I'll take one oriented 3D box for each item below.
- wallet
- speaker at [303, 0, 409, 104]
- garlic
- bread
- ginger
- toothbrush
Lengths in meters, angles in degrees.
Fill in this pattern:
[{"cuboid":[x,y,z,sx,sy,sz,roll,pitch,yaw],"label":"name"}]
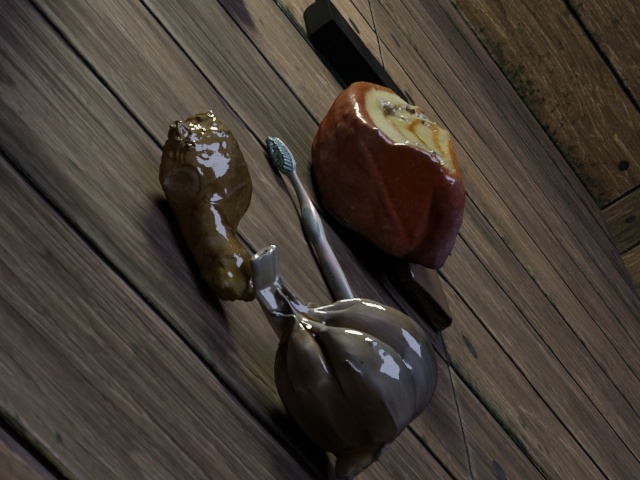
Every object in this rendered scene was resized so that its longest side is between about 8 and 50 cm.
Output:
[{"cuboid":[0.114,0.027,1.785,0.118,0.038,0.153,48,19,-37],"label":"wallet"},{"cuboid":[0.057,-0.254,2.157,0.218,0.044,0.082,48,18,-33],"label":"speaker"},{"cuboid":[0.014,0.083,1.190,0.194,0.127,0.131,58,20,-1],"label":"garlic"},{"cuboid":[0.077,-0.089,1.710,0.190,0.123,0.244,29,19,-16],"label":"bread"},{"cuboid":[-0.086,-0.024,1.220,0.096,0.067,0.165,14,58,-68],"label":"ginger"},{"cuboid":[0.000,0.000,1.512,0.027,0.021,0.269,12,46,-52],"label":"toothbrush"}]
